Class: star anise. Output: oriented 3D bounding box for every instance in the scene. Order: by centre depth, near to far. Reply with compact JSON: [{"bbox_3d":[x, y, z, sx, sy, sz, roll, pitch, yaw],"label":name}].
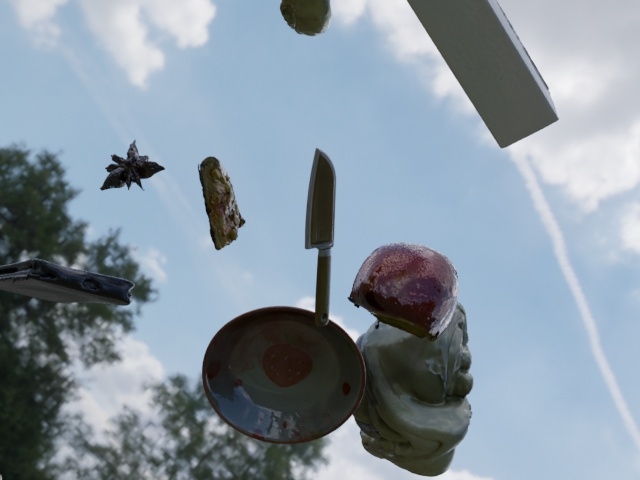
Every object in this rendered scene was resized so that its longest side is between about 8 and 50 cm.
[{"bbox_3d":[-0.401,-0.140,1.896,0.124,0.129,0.056,42,-21,27],"label":"star anise"}]

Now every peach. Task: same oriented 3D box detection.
[{"bbox_3d":[0.157,0.079,1.591,0.159,0.153,0.267,15,-11,24],"label":"peach"}]

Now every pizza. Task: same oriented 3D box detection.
[{"bbox_3d":[-0.139,-0.045,1.330,0.041,0.130,0.178,-9,-47,4],"label":"pizza"}]

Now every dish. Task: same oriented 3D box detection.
[{"bbox_3d":[-0.057,0.200,1.488,0.260,0.260,0.085,52,17,-19],"label":"dish"}]

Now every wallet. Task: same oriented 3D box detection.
[{"bbox_3d":[-0.392,0.064,1.352,0.167,0.036,0.222,17,-15,-39],"label":"wallet"}]

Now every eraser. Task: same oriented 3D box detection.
[{"bbox_3d":[0.167,-0.246,1.045,0.078,0.076,0.298,-26,-58,22],"label":"eraser"}]

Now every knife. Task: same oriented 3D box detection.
[{"bbox_3d":[0.001,0.000,1.237,0.022,0.046,0.256,29,-58,54],"label":"knife"}]

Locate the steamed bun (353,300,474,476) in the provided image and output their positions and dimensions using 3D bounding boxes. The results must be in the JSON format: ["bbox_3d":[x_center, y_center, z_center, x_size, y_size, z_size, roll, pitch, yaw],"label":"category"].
[{"bbox_3d":[0.165,0.294,1.864,0.248,0.339,0.352,6,-24,-10],"label":"steamed bun"}]

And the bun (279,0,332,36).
[{"bbox_3d":[-0.023,-0.293,1.149,0.086,0.055,0.086,58,-19,32],"label":"bun"}]
